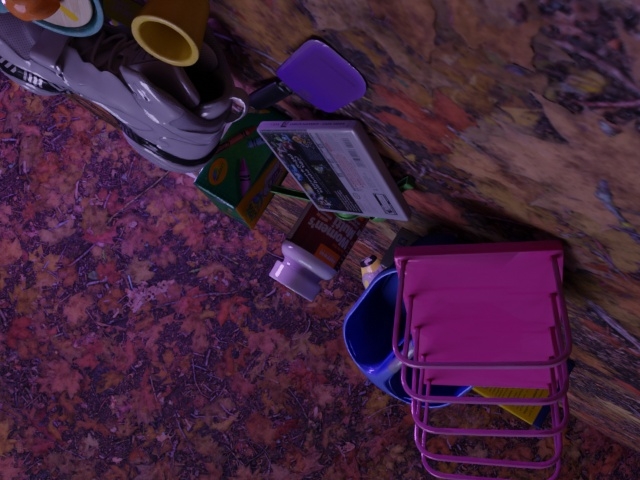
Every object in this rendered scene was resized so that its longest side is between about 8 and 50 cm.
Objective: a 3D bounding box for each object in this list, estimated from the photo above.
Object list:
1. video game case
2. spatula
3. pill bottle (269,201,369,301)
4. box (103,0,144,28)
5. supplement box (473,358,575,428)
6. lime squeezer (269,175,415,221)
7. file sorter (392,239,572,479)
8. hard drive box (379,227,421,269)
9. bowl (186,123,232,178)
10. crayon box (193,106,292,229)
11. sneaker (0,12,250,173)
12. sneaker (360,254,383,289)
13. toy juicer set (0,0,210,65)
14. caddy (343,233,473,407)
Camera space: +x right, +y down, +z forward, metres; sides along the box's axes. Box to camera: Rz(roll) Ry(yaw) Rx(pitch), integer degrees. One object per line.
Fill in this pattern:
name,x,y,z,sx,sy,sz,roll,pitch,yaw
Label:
video game case,0.022,-0.099,0.787,0.173,0.022,0.190,9,151,39
spatula,-0.039,-0.183,0.672,0.084,0.030,0.296,32,175,-24
pill bottle,0.000,0.000,1.072,0.121,0.221,0.121,31,174,3
box,-0.249,-0.295,0.791,0.178,0.042,0.109,30,174,9
supplement box,0.444,0.307,1.475,0.356,0.194,0.195,32,174,0
lime squeezer,0.050,-0.063,0.902,0.109,0.059,0.310,6,179,-43
file sorter,0.211,0.170,0.714,0.202,0.182,0.291,-3,132,18
hard drive box,0.255,0.086,1.124,0.232,0.089,0.181,29,174,26
bowl,-0.275,-0.219,1.136,0.297,0.134,0.298,32,174,4
crayon box,-0.122,-0.122,0.967,0.081,0.165,0.278,32,175,1
sneaker,-0.253,-0.232,0.666,0.365,0.138,0.210,35,155,-22
sneaker,0.223,0.129,1.641,0.147,0.145,0.384,63,-172,20
toy juicer set,-0.274,-0.267,0.497,0.328,0.090,0.209,15,160,7
caddy,0.180,0.155,0.959,0.241,0.179,0.341,39,138,10
